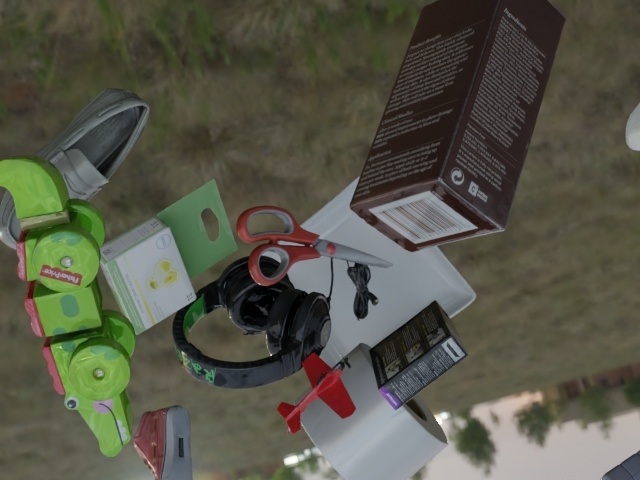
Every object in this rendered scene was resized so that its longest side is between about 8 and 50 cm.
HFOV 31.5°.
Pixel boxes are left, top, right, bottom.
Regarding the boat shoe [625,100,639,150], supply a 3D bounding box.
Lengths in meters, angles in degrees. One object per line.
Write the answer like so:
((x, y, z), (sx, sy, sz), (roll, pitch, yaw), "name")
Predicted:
((0.626, -0.255, 2.122), (0.066, 0.184, 0.063), (18, -172, 30), "boat shoe")

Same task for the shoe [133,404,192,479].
((-0.259, 0.362, 1.860), (0.081, 0.178, 0.063), (-13, 158, 32), "shoe")

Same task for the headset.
((-0.068, 0.142, 1.975), (0.394, 0.243, 0.185), (-29, 133, -28), "headset")

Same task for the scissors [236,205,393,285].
((0.000, 0.000, 1.601), (0.297, 0.109, 0.021), (-5, 174, -44), "scissors")

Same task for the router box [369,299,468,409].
((0.141, 0.166, 1.679), (0.133, 0.046, 0.179), (-38, -169, 7), "router box")

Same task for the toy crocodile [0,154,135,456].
((-0.263, 0.069, 1.189), (0.105, 0.340, 0.115), (-13, -158, -2), "toy crocodile")

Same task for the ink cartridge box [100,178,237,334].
((-0.240, 0.027, 1.875), (0.235, 0.056, 0.171), (-31, 134, -18), "ink cartridge box")

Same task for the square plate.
((0.086, 0.083, 2.343), (0.347, 0.344, 0.049), (-38, 173, 12), "square plate")

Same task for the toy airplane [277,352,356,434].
((-0.010, 0.229, 1.692), (0.151, 0.151, 0.028), (-22, 140, 34), "toy airplane")

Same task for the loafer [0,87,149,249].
((-0.394, -0.116, 1.816), (0.111, 0.319, 0.112), (16, 157, 52), "loafer")

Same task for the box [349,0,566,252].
((0.198, -0.184, 1.614), (0.143, 0.381, 0.191), (34, 151, -28), "box")

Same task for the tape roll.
((0.092, 0.333, 2.086), (0.169, 0.246, 0.246), (-41, 166, 6), "tape roll")

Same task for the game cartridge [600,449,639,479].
((0.491, 0.426, 1.836), (0.230, 0.068, 0.355), (-21, 149, -25), "game cartridge")
